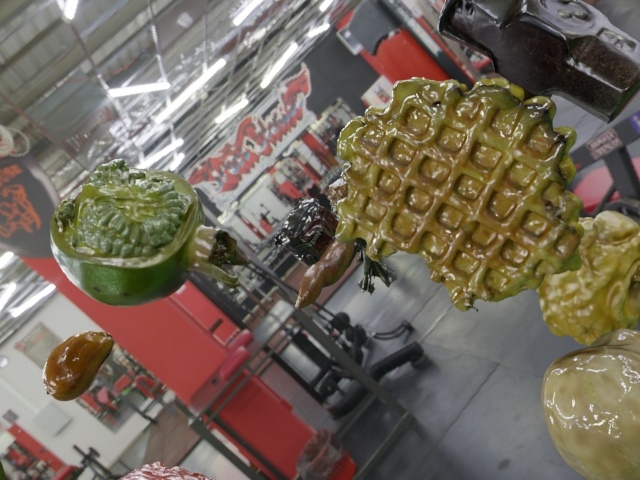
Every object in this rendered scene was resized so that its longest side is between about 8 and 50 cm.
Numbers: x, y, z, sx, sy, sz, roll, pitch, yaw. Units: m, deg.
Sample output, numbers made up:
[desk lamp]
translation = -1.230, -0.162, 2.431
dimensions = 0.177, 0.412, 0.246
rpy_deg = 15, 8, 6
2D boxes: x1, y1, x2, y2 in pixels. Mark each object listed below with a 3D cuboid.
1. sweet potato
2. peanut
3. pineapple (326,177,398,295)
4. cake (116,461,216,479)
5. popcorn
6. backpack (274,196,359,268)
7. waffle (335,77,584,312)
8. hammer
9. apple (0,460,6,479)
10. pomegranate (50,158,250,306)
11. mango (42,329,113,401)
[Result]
[sweet potato]
translation = 0.017, 0.048, 0.959
dimensions = 0.202, 0.058, 0.055
rpy_deg = -51, -2, -39
[peanut]
translation = 0.233, 0.115, 0.371
dimensions = 0.227, 0.104, 0.085
rpy_deg = 11, -28, -42
[pineapple]
translation = 0.105, -0.015, 1.244
dimensions = 0.119, 0.277, 0.130
rpy_deg = -29, 20, -34
[cake]
translation = -0.238, 0.526, 0.752
dimensions = 0.270, 0.269, 0.320
rpy_deg = 25, -106, -75
[popcorn]
translation = 0.374, 0.048, 0.740
dimensions = 0.140, 0.163, 0.194
rpy_deg = -19, -50, -27
[backpack]
translation = 0.003, -0.002, 1.066
dimensions = 0.105, 0.165, 0.120
rpy_deg = -3, 57, 58
[waffle]
translation = 0.155, -0.048, 0.626
dimensions = 0.300, 0.282, 0.058
rpy_deg = 10, 26, 27
[hammer]
translation = 0.261, -0.157, 0.750
dimensions = 0.095, 0.242, 0.409
rpy_deg = -44, -21, -24
[apple]
translation = -0.483, 0.308, 0.542
dimensions = 0.254, 0.292, 0.292
rpy_deg = -62, 8, 1
[pomegranate]
translation = -0.291, 0.000, 0.908
dimensions = 0.260, 0.340, 0.261
rpy_deg = 22, -90, -86
[mango]
translation = -0.516, 0.258, 1.110
dimensions = 0.084, 0.105, 0.159
rpy_deg = -35, 21, 47
